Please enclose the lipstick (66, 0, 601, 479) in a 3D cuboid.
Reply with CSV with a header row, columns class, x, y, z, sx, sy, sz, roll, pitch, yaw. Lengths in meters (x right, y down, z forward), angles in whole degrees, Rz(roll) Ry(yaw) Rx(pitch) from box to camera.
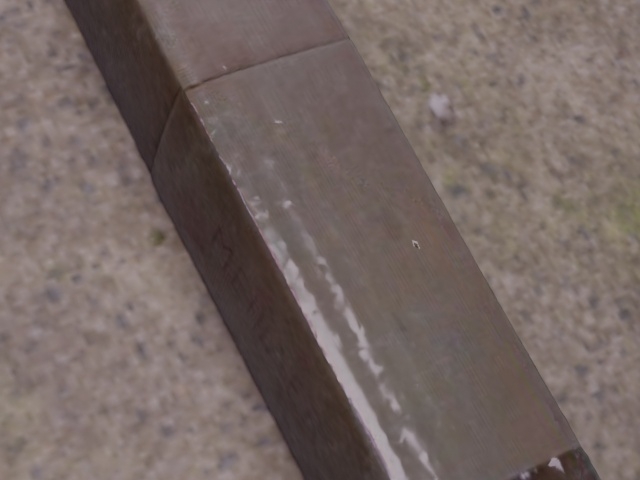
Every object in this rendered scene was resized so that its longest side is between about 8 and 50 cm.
class,x,y,z,sx,sy,sz,roll,pitch,yaw
lipstick,0.000,0.000,0.606,0.080,0.076,0.371,-20,72,-24
